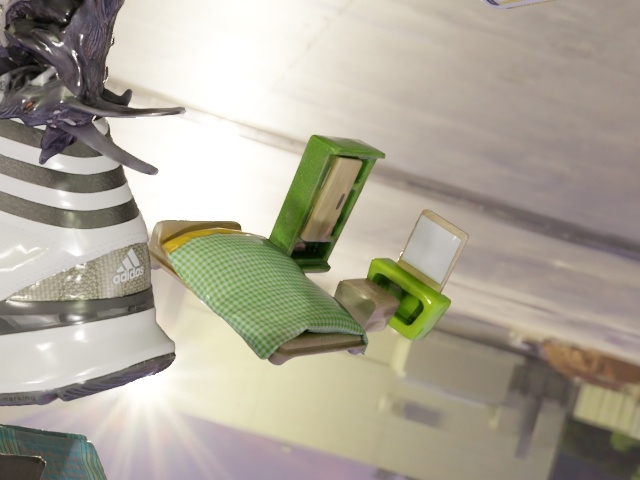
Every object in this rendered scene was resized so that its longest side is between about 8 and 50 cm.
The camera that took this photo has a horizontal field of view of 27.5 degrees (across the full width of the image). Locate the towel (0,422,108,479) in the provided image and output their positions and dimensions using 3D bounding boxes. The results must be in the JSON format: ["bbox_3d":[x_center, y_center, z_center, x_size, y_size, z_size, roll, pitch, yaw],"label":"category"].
[{"bbox_3d":[-0.333,0.382,1.708,0.271,0.040,0.370,24,-156,-51],"label":"towel"}]

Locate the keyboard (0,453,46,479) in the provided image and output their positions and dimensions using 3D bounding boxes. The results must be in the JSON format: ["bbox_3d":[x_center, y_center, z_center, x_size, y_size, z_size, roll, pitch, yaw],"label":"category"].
[{"bbox_3d":[-0.293,0.226,1.093,0.100,0.038,0.192,7,-170,-4],"label":"keyboard"}]

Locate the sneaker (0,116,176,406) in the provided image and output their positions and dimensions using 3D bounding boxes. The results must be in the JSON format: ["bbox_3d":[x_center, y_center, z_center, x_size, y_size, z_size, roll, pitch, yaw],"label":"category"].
[{"bbox_3d":[-0.306,-0.020,0.929,0.447,0.257,0.169,-5,-175,29],"label":"sneaker"}]

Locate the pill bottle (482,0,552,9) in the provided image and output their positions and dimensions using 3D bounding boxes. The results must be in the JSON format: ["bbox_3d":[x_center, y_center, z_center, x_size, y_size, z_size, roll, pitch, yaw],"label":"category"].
[{"bbox_3d":[0.298,-0.367,1.683,0.119,0.119,0.208,19,171,-34],"label":"pill bottle"}]

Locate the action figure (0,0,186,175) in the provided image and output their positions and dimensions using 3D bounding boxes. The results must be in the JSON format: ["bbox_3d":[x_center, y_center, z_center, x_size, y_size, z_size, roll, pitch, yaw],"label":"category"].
[{"bbox_3d":[-0.197,-0.127,0.667,0.275,0.141,0.164,48,146,15],"label":"action figure"}]

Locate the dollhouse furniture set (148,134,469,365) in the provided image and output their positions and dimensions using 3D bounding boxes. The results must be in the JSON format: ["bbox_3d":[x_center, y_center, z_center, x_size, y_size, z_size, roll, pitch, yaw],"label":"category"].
[{"bbox_3d":[0.000,0.000,1.307,0.197,0.151,0.301,35,-161,29],"label":"dollhouse furniture set"}]
